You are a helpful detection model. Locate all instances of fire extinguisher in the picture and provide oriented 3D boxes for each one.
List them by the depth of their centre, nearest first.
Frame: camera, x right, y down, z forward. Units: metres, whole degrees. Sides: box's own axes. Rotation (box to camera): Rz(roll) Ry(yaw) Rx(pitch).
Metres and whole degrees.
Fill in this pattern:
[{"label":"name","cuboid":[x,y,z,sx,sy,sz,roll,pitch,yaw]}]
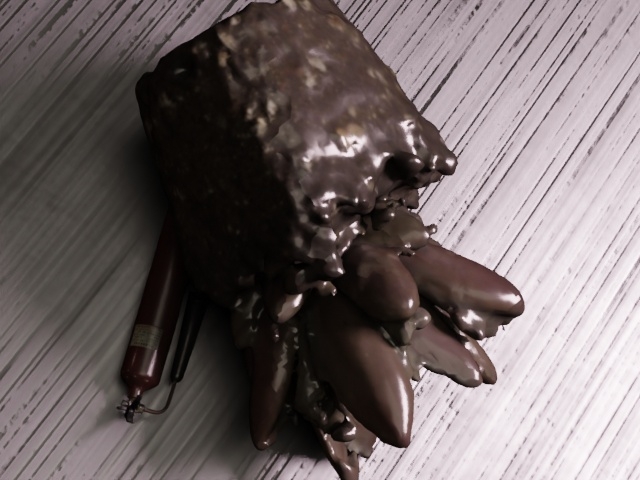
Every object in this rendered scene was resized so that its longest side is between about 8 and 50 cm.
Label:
[{"label":"fire extinguisher","cuboid":[-0.108,0.055,1.170,0.049,0.035,0.173,38,59,-46]}]

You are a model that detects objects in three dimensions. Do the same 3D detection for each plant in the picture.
[{"label":"plant","cuboid":[0.000,0.000,1.129,0.194,0.181,0.320,-26,86,-35]}]
